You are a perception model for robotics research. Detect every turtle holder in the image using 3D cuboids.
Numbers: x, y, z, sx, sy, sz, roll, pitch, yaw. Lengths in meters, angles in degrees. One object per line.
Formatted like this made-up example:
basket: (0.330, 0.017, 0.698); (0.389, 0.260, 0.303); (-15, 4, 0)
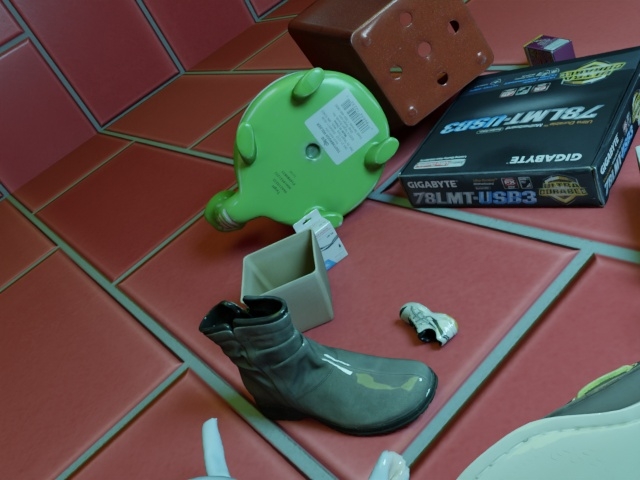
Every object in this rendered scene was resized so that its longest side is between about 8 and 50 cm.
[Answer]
turtle holder: (-0.034, -0.128, 1.043); (0.227, 0.243, 0.320); (-120, 51, -74)

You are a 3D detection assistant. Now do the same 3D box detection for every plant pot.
plant pot: (-0.036, 0.066, 0.847); (0.109, 0.096, 0.109); (-24, 32, 10)
plant pot: (0.139, -0.337, 1.067); (0.267, 0.267, 0.236); (-38, 23, 3)

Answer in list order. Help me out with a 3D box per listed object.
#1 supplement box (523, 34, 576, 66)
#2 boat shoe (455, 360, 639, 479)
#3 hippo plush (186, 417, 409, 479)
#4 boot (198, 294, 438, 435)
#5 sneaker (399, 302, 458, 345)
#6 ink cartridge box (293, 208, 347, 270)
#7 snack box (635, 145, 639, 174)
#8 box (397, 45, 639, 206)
supplement box: (0.403, -0.324, 1.088); (0.043, 0.055, 0.083); (-32, 31, -4)
boat shoe: (0.238, 0.159, 0.475); (0.324, 0.097, 0.116); (-34, 75, 7)
hippo plush: (-0.035, 0.285, 0.474); (0.236, 0.234, 0.294); (-2, -5, 12)
boot: (-0.013, 0.128, 0.670); (0.246, 0.161, 0.083); (-9, 37, 32)
sneaker: (0.119, 0.099, 0.728); (0.037, 0.032, 0.083); (-45, 33, -25)
ink cartridge box: (0.000, 0.000, 0.925); (0.048, 0.083, 0.028); (-38, 31, -12)
snack box: (0.371, -0.033, 0.675); (0.022, 0.064, 0.178); (-12, 35, 25)
box: (0.307, -0.165, 0.924); (0.295, 0.073, 0.293); (3, 42, 44)
